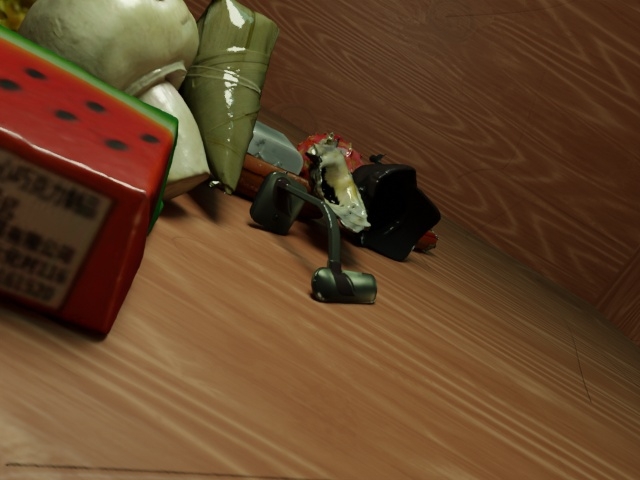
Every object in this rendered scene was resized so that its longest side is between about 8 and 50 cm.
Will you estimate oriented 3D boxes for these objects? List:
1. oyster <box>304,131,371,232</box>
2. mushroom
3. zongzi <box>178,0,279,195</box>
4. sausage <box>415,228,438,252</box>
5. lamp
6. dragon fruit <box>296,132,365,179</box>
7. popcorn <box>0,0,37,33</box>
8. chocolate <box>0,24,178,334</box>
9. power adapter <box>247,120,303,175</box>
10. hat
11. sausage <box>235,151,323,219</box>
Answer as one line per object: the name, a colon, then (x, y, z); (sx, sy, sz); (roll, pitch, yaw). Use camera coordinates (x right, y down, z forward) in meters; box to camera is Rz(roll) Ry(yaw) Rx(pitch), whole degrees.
oyster: (0.025, -0.128, 1.141); (0.271, 0.100, 0.275); (18, 51, -77)
mushroom: (-0.342, -0.250, 0.822); (0.315, 0.355, 0.315); (8, 7, -1)
zongzi: (-0.265, -0.242, 1.084); (0.182, 0.417, 0.447); (11, -18, -31)
sausage: (0.282, -0.017, 1.620); (0.264, 0.083, 0.083); (11, 25, -50)
lamp: (0.005, -0.004, 0.981); (0.203, 0.124, 0.283); (28, 15, -51)
dragon fruit: (0.037, -0.194, 1.489); (0.268, 0.205, 0.210); (48, 45, -27)
popcorn: (-0.621, -0.480, 1.068); (0.258, 0.270, 0.224); (-16, 18, -1)
chocolate: (-0.334, -0.103, 0.548); (0.360, 0.161, 0.341); (26, 19, -21)
power adapter: (-0.154, -0.227, 1.366); (0.187, 0.124, 0.255); (22, 19, -27)
hat: (0.156, -0.101, 1.375); (0.336, 0.238, 0.209); (37, 5, -46)
sausage: (-0.107, -0.126, 1.185); (0.330, 0.102, 0.102); (21, 18, -37)
